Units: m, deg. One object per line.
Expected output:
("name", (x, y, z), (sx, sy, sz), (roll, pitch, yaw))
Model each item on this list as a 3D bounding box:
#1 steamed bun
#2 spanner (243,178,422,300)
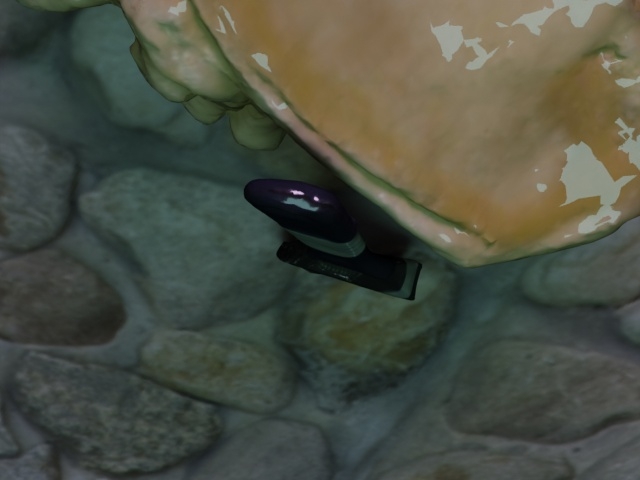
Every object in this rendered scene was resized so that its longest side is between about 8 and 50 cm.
("steamed bun", (-0.016, -0.145, 0.613), (0.247, 0.189, 0.428), (-41, 124, 5))
("spanner", (0.000, 0.000, 0.702), (0.087, 0.024, 0.316), (14, 175, 10))
